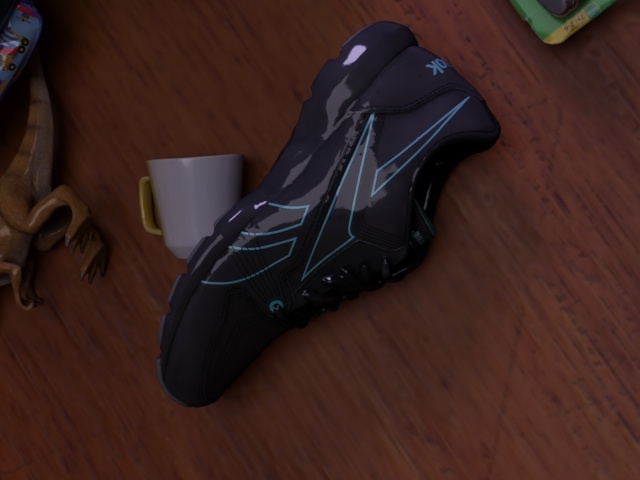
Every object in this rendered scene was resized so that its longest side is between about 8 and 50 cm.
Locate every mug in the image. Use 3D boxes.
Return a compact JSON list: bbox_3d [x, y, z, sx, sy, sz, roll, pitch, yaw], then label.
[{"bbox_3d":[-0.079,-0.022,0.885,0.062,0.078,0.064,-6,94,-16],"label":"mug"}]

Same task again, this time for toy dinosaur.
[{"bbox_3d":[-0.192,-0.026,0.909,0.112,0.064,0.212,21,93,18],"label":"toy dinosaur"}]

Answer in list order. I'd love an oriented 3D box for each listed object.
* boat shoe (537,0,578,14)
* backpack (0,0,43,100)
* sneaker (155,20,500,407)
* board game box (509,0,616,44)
[{"bbox_3d":[0.121,-0.177,0.807,0.035,0.035,0.100,-36,72,-14],"label":"boat shoe"},{"bbox_3d":[-0.282,-0.148,0.917,0.173,0.117,0.158,37,97,48],"label":"backpack"},{"bbox_3d":[0.000,0.000,0.830,0.106,0.101,0.267,36,98,13],"label":"sneaker"},{"bbox_3d":[0.115,-0.251,0.843,0.124,0.039,0.259,-37,75,13],"label":"board game box"}]
